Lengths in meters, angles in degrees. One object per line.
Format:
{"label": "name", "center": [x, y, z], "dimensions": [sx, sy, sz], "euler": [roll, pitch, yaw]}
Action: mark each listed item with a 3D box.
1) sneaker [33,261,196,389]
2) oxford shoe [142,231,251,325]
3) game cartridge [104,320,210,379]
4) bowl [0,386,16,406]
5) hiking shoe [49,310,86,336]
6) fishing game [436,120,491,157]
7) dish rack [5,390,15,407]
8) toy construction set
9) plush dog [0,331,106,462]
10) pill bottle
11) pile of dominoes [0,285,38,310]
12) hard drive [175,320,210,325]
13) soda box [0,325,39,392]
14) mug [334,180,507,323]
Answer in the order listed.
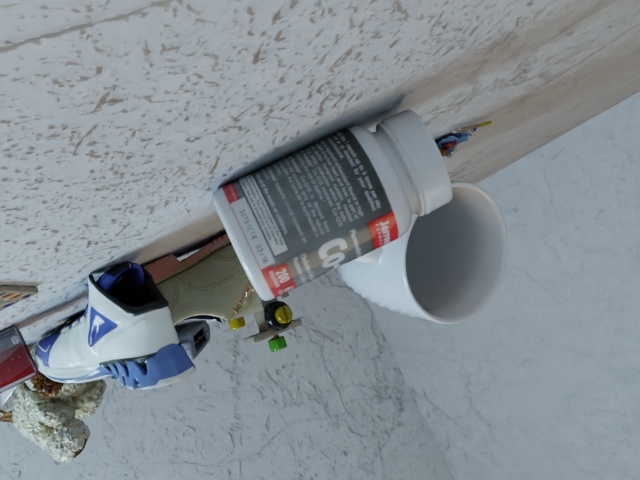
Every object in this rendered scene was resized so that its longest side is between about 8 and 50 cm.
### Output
{"label": "sneaker", "center": [-0.329, 0.127, 1.230], "dimensions": [0.316, 0.182, 0.127], "euler": [-5, -174, 39]}
{"label": "oxford shoe", "center": [-0.173, 0.069, 1.393], "dimensions": [0.397, 0.146, 0.140], "euler": [-25, 175, -18]}
{"label": "game cartridge", "center": [-0.333, 0.215, 1.548], "dimensions": [0.196, 0.060, 0.294], "euler": [-8, -179, -1]}
{"label": "bowl", "center": [-0.684, 0.298, 1.579], "dimensions": [0.142, 0.053, 0.142], "euler": [-51, 168, 17]}
{"label": "hiking shoe", "center": [-0.431, 0.156, 1.484], "dimensions": [0.227, 0.086, 0.114], "euler": [-33, 170, -25]}
{"label": "fishing game", "center": [0.227, -0.170, 1.589], "dimensions": [0.264, 0.041, 0.189], "euler": [-29, 173, 39]}
{"label": "dish rack", "center": [-0.677, 0.318, 1.762], "dimensions": [0.271, 0.074, 0.208], "euler": [-27, 170, -27]}
{"label": "toy construction set", "center": [-0.135, 0.121, 1.636], "dimensions": [0.257, 0.237, 0.309], "euler": [-28, 175, 26]}
{"label": "plush dog", "center": [-0.552, 0.290, 1.586], "dimensions": [0.211, 0.225, 0.262], "euler": [14, -161, -8]}
{"label": "pill bottle", "center": [0.018, -0.050, 1.014], "dimensions": [0.283, 0.161, 0.161], "euler": [-26, 175, -3]}
{"label": "pile of dominoes", "center": [-0.473, 0.115, 0.942], "dimensions": [0.196, 0.040, 0.251], "euler": [-26, 175, 1]}
{"label": "hard drive", "center": [-0.291, 0.192, 1.908], "dimensions": [0.319, 0.040, 0.210], "euler": [-24, 175, -28]}
{"label": "soda box", "center": [-0.608, 0.239, 1.271], "dimensions": [0.263, 0.092, 0.083], "euler": [-25, 176, -19]}
{"label": "mug", "center": [0.130, 0.009, 1.570], "dimensions": [0.374, 0.276, 0.328], "euler": [0, -174, -35]}
